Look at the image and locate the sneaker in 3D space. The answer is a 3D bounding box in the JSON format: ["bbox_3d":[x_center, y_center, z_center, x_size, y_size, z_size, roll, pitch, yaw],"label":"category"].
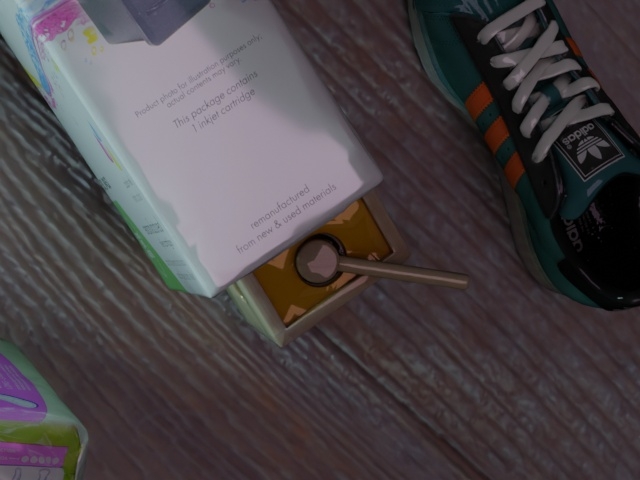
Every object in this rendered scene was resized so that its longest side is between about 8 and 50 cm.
[{"bbox_3d":[0.163,-0.085,1.126,0.108,0.121,0.302,-33,110,-13],"label":"sneaker"}]

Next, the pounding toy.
[{"bbox_3d":[0.000,0.000,1.089,0.130,0.100,0.141,-35,111,-11],"label":"pounding toy"}]

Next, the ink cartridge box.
[{"bbox_3d":[-0.125,-0.145,0.921,0.119,0.207,0.353,-34,95,-10],"label":"ink cartridge box"}]

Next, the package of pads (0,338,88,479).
[{"bbox_3d":[-0.296,0.111,0.924,0.297,0.229,0.101,7,98,-22],"label":"package of pads"}]
